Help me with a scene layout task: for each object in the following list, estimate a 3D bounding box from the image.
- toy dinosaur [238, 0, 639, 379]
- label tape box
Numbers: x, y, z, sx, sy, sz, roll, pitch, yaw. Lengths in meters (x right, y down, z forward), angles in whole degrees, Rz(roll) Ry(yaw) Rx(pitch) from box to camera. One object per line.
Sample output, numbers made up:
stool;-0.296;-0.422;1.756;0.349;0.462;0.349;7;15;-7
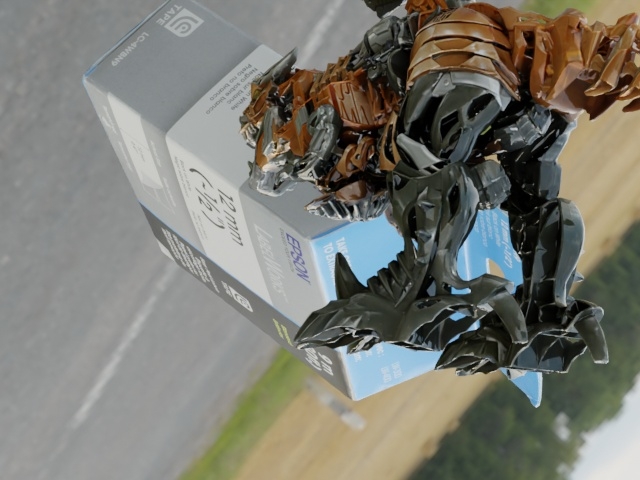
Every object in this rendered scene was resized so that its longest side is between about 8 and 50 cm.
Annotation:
toy dinosaur;0.070;-0.047;0.767;0.322;0.164;0.218;161;-65;-64
label tape box;0.000;0.000;1.124;0.115;0.348;0.249;-43;151;-17
